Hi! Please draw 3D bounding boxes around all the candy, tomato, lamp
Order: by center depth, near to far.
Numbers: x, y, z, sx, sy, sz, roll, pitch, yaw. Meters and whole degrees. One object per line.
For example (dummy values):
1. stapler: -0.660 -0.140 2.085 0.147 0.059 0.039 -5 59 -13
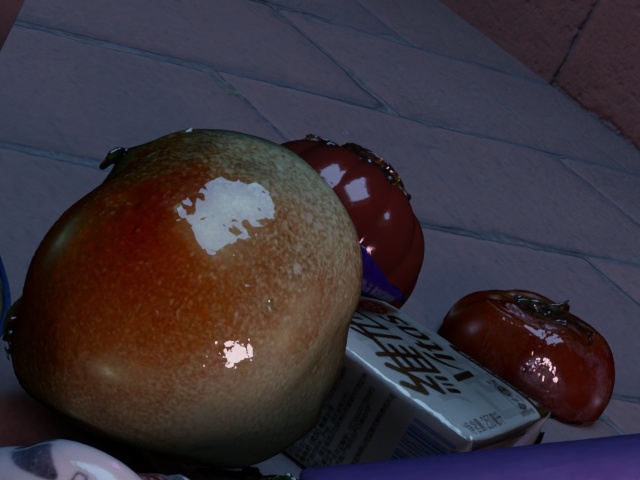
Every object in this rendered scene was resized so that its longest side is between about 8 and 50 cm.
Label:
1. tomato: -0.099 0.065 1.626 0.239 0.303 0.303 36 19 20
2. candy: -0.013 -0.004 1.853 0.145 0.070 0.275 36 0 24
3. lamp: 0.000 0.000 2.101 0.227 0.227 0.227 25 18 -9
4. tomato: 0.257 0.116 2.329 0.228 0.101 0.228 22 18 -8

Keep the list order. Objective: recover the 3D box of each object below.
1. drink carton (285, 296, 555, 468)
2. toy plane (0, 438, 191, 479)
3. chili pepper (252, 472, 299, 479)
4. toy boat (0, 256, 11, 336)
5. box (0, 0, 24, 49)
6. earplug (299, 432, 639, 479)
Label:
1. drink carton: 0.038 0.139 1.880 0.324 0.132 0.194 34 17 22
2. toy plane: -0.140 0.221 1.405 0.252 0.118 0.252 24 16 -7
3. chili pepper: 0.097 0.281 1.674 0.359 0.085 0.076 22 -26 1
4. toy boat: -0.313 0.051 1.732 0.080 0.046 0.229 23 18 -14
5. box: -0.428 -0.177 1.868 0.188 0.252 0.153 18 15 -33
6. earplug: 0.218 0.230 1.391 0.455 0.215 0.215 -10 21 0
